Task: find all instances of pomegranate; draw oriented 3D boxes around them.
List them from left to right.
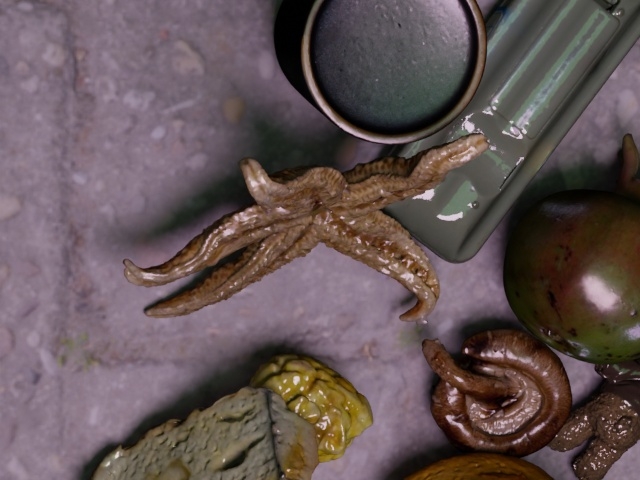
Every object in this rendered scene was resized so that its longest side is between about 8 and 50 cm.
[{"bbox_3d":[0.276,0.007,1.739,0.181,0.181,0.224,35,71,-17],"label":"pomegranate"}]

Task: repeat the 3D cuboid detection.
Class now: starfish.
[{"bbox_3d":[0.000,-0.009,1.650,0.327,0.094,0.375,18,141,-40],"label":"starfish"}]

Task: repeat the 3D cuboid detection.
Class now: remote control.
[{"bbox_3d":[0.188,-0.138,1.738,0.128,0.065,0.335,37,90,-19],"label":"remote control"}]

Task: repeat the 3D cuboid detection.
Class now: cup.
[{"bbox_3d":[0.078,-0.190,1.644,0.239,0.177,0.166,-21,103,-9],"label":"cup"}]

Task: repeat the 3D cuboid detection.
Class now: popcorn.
[{"bbox_3d":[-0.019,0.164,1.722,0.106,0.116,0.120,-49,149,7],"label":"popcorn"}]

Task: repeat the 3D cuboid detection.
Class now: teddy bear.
[{"bbox_3d":[0.301,0.169,1.815,0.160,0.078,0.119,-46,103,-1],"label":"teddy bear"}]

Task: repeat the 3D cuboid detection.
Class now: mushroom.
[{"bbox_3d":[0.162,0.142,1.770,0.170,0.080,0.135,36,95,-29],"label":"mushroom"}]

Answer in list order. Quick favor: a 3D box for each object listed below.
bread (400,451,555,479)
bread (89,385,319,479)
[{"bbox_3d":[0.156,0.326,1.752,0.268,0.146,0.268,-5,120,-9],"label":"bread"},{"bbox_3d":[-0.107,0.221,1.677,0.232,0.128,0.088,-24,149,26],"label":"bread"}]
